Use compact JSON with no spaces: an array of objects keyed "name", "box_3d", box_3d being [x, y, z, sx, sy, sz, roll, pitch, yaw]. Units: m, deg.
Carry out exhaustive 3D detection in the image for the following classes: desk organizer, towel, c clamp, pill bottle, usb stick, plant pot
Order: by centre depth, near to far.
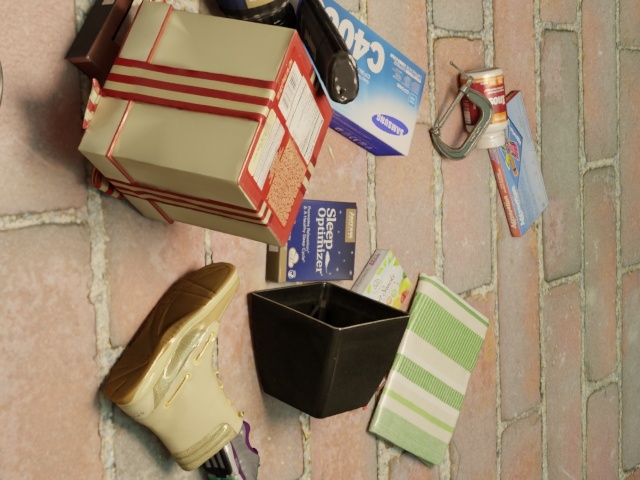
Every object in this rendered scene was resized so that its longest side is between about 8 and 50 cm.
[{"name":"desk organizer","box_3d":[-0.280,-0.279,1.344,0.050,0.047,0.130,43,62,-44]},{"name":"usb stick","box_3d":[0.007,-0.271,1.417,0.045,0.278,0.077,-11,121,-4]},{"name":"pill bottle","box_3d":[-0.105,-0.399,1.466,0.123,0.122,0.219,-53,142,-33]},{"name":"plant pot","box_3d":[0.007,0.178,1.616,0.187,0.188,0.167,-6,109,-49]},{"name":"c clamp","box_3d":[0.264,-0.241,1.950,0.137,0.022,0.161,28,90,-22]},{"name":"towel","box_3d":[0.213,0.253,1.961,0.248,0.038,0.325,37,67,-42]},{"name":"pill bottle","box_3d":[0.328,-0.264,2.014,0.086,0.086,0.152,-24,110,-46]}]

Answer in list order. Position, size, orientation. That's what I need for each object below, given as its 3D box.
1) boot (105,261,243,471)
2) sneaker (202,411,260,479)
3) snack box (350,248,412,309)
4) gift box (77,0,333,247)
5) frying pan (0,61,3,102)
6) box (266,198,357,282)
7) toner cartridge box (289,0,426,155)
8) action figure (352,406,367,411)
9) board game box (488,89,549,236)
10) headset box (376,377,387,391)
[{"name":"boot","box_3d":[-0.169,0.182,1.468,0.262,0.095,0.203,-56,130,-28]},{"name":"sneaker","box_3d":[-0.113,0.380,1.562,0.098,0.083,0.224,-35,119,-50]},{"name":"snack box","box_3d":[0.102,0.099,1.818,0.141,0.037,0.100,-57,130,-30]},{"name":"gift box","box_3d":[-0.155,-0.167,1.322,0.276,0.258,0.255,64,43,-60]},{"name":"frying pan","box_3d":[-0.482,-0.157,1.126,0.326,0.053,0.197,-44,123,-41]},{"name":"box","box_3d":[0.000,0.000,1.696,0.225,0.036,0.137,1,92,-50]},{"name":"toner cartridge box","box_3d":[0.040,-0.277,1.691,0.347,0.075,0.165,25,75,-47]},{"name":"action figure","box_3d":[0.050,0.252,1.769,0.115,0.038,0.030,67,31,-28]},{"name":"board game box","box_3d":[0.420,-0.164,2.173,0.145,0.027,0.281,-43,123,-40]},{"name":"headset box","box_3d":[0.075,0.228,1.777,0.032,0.062,0.083,-47,126,-36]}]
